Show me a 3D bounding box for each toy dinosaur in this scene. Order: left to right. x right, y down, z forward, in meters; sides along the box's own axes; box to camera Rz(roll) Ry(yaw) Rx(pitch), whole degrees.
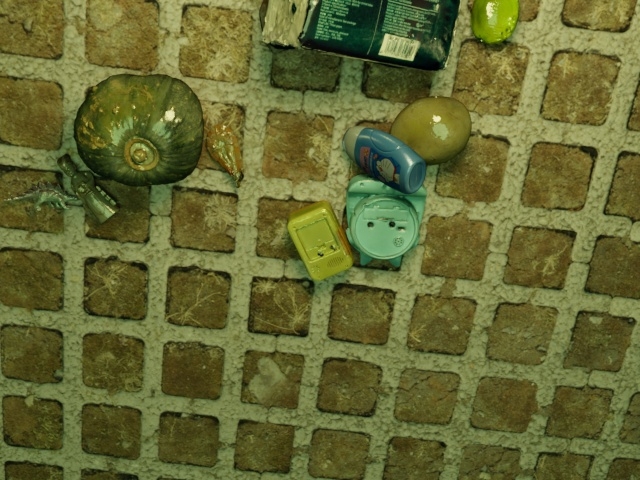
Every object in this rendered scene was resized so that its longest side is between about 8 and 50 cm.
[{"bbox_3d":[-0.787,-0.126,1.938,0.209,0.039,0.082,-4,106,-10],"label":"toy dinosaur"}]

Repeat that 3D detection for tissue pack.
[{"bbox_3d":[0.099,-0.554,1.618,0.416,0.253,0.264,-1,110,-30],"label":"tissue pack"}]

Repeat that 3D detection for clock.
[{"bbox_3d":[0.000,0.000,1.956,0.143,0.096,0.202,-23,108,5],"label":"clock"},{"bbox_3d":[0.183,-0.049,1.941,0.224,0.094,0.274,2,107,1],"label":"clock"}]

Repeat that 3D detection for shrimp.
[{"bbox_3d":[-0.257,-0.234,1.909,0.091,0.043,0.184,-22,101,15],"label":"shrimp"}]

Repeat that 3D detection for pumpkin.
[{"bbox_3d":[-0.467,-0.291,1.773,0.328,0.257,0.291,7,121,-10],"label":"pumpkin"}]

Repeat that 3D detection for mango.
[{"bbox_3d":[0.451,-0.594,1.758,0.119,0.100,0.178,13,103,3],"label":"mango"}]

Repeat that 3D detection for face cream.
[{"bbox_3d":[0.159,-0.225,1.820,0.083,0.264,0.149,-32,138,-29],"label":"face cream"}]

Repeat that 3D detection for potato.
[{"bbox_3d":[0.288,-0.287,1.833,0.235,0.160,0.178,-35,68,25],"label":"potato"}]

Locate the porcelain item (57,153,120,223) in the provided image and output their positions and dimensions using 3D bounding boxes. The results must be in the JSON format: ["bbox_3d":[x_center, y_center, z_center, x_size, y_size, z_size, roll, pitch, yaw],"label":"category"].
[{"bbox_3d":[-0.660,-0.149,1.927,0.084,0.054,0.213,-35,104,9],"label":"porcelain item"}]

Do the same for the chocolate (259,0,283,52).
[{"bbox_3d":[-0.034,-0.581,1.770,0.254,0.080,0.157,-11,108,3],"label":"chocolate"}]
